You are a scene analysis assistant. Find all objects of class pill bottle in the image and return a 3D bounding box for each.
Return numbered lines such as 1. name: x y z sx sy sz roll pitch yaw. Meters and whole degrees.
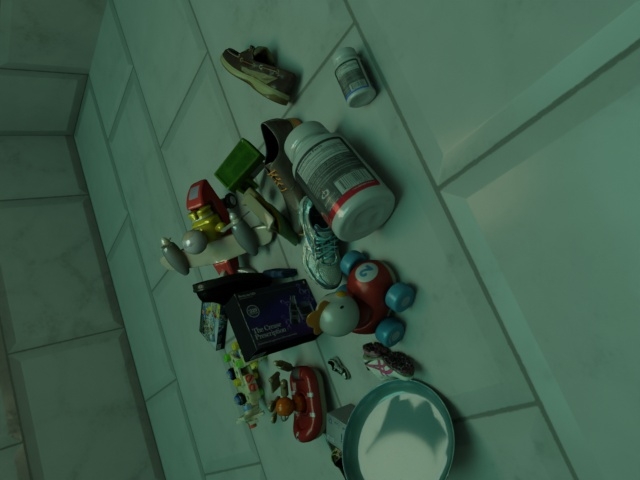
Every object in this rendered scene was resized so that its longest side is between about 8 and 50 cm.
1. pill bottle: 0.036 -0.165 1.287 0.318 0.176 0.176 55 135 29
2. pill bottle: 0.081 -0.414 1.257 0.078 0.078 0.137 -37 68 49

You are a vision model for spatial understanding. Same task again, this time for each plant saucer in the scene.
1. plant saucer: 0.192 0.502 1.222 0.317 0.044 0.317 -27 44 29

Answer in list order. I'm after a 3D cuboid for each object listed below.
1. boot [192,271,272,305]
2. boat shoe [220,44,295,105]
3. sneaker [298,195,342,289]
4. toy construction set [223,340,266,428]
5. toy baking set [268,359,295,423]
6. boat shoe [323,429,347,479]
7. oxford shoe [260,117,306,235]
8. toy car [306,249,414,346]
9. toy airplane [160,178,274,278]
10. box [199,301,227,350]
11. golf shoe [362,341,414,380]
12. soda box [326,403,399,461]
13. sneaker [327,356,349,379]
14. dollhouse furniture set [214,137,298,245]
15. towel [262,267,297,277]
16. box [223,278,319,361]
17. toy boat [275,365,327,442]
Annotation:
1. boot: -0.252 0.240 1.623 0.131 0.348 0.260 -18 78 35
2. boat shoe: -0.192 -0.547 1.558 0.342 0.123 0.123 45 116 37
3. sneaker: 0.000 0.000 1.392 0.122 0.110 0.283 145 111 -75
4. toy construction set: -0.268 0.527 1.858 0.215 0.151 0.327 -26 66 51
5. toy baking set: -0.126 0.497 1.638 0.030 0.256 0.196 3 74 19
6. boat shoe: 0.074 0.657 1.499 0.228 0.069 0.081 46 131 36
7. oxford shoe: -0.106 -0.187 1.497 0.130 0.133 0.363 -16 85 51
8. toy car: 0.070 0.161 1.262 0.219 0.238 0.210 36 124 42
9. toy airplane: -0.390 0.022 1.784 0.384 0.272 0.386 33 107 17
10. box: -0.457 0.330 2.123 0.159 0.044 0.233 35 124 42
11. golf shoe: 0.181 0.332 1.302 0.186 0.067 0.086 16 115 59
12. soda box: 0.141 0.558 1.369 0.286 0.098 0.091 13 105 49
13. sneaker: 0.053 0.390 1.496 0.083 0.037 0.032 47 129 34
14. dollhouse furniture set: -0.158 -0.149 1.565 0.151 0.197 0.301 -48 64 6
15. towel: -0.138 0.110 1.654 0.119 0.067 0.029 -3 94 52
16. box: -0.135 0.237 1.519 0.103 0.261 0.184 -51 59 43
17. toy boat: -0.072 0.519 1.569 0.151 0.151 0.231 -24 71 57
